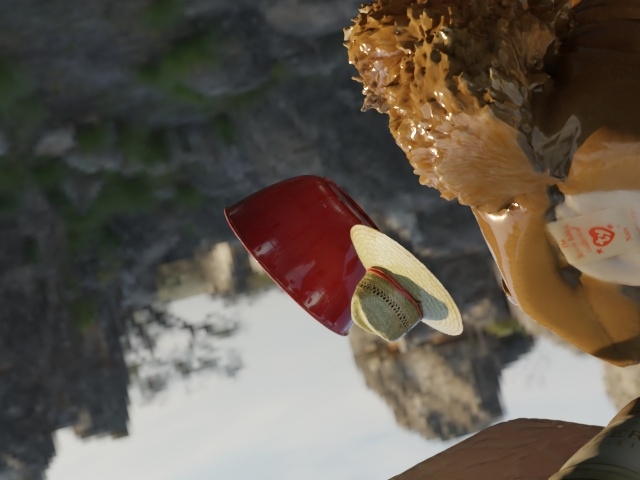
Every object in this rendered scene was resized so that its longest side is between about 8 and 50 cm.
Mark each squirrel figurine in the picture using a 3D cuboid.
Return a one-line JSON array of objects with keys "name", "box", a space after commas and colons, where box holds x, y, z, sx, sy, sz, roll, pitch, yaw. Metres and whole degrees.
[{"name": "squirrel figurine", "box": [0.227, -0.148, 1.408, 0.397, 0.370, 0.281, 24, 135, -12]}]

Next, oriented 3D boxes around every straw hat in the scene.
[{"name": "straw hat", "box": [0.061, 0.058, 1.439, 0.061, 0.144, 0.144, -46, -172, -15]}]

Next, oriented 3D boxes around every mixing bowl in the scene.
[{"name": "mixing bowl", "box": [0.000, 0.000, 1.606, 0.098, 0.181, 0.181, -43, 175, 8]}]

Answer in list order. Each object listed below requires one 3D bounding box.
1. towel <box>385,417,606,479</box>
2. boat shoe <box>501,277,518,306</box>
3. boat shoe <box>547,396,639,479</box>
[{"name": "towel", "box": [0.191, 0.244, 1.423, 0.317, 0.053, 0.332, -21, -166, -33]}, {"name": "boat shoe", "box": [0.326, 0.027, 1.952, 0.207, 0.073, 0.073, -20, 153, 15]}, {"name": "boat shoe", "box": [0.171, 0.237, 0.807, 0.121, 0.341, 0.110, 13, -144, 27]}]
